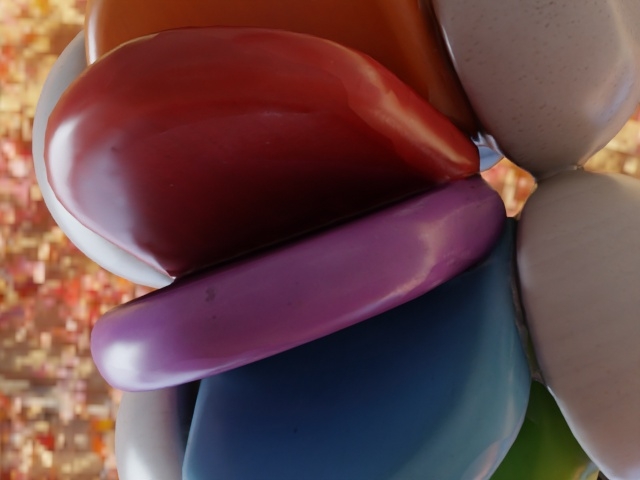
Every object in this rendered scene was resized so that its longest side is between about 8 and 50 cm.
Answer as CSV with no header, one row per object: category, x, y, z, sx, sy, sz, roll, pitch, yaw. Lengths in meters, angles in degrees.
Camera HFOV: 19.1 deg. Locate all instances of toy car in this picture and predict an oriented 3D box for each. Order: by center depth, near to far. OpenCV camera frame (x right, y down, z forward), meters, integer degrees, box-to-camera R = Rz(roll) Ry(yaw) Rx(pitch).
toy car,0.000,0.000,0.438,0.136,0.159,0.182,-2,-106,-64

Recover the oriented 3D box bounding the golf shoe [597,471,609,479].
golf shoe,0.189,0.100,1.090,0.120,0.273,0.105,13,-149,-52
